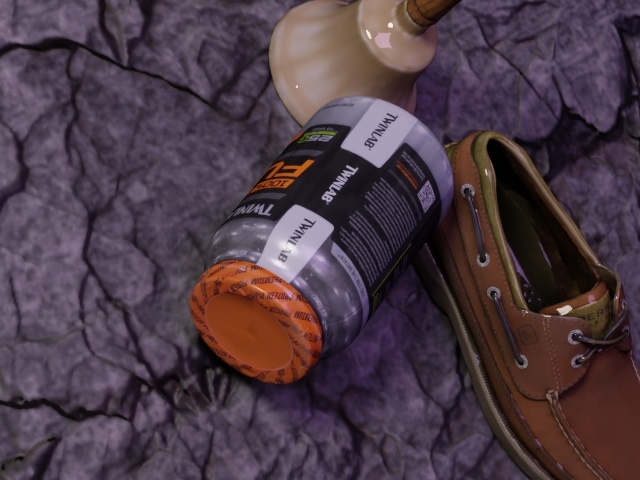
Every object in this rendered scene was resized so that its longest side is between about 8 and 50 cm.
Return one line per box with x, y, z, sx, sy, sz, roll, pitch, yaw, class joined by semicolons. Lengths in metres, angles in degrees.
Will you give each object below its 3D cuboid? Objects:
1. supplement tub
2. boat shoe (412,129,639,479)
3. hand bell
0.000;0.000;1.311;0.117;0.117;0.190;44;51;-8;supplement tub
0.164;0.066;1.393;0.111;0.104;0.307;-34;89;-39;boat shoe
0.076;-0.165;1.358;0.126;0.242;0.126;14;62;-27;hand bell
